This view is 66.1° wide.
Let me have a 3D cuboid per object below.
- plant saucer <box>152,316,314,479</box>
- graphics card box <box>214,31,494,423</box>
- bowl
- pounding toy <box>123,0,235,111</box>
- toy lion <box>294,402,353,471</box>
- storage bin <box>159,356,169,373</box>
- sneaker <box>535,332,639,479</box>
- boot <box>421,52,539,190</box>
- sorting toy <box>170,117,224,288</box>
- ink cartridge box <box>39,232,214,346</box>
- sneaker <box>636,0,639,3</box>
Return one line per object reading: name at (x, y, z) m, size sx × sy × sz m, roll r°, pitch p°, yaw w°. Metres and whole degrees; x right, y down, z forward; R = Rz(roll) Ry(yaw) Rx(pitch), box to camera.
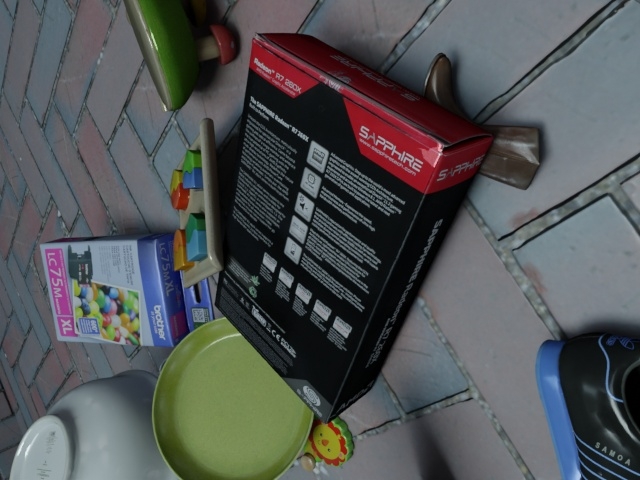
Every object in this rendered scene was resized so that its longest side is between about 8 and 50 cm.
plant saucer at (-0.121, 0.228, 0.698) m, size 0.240 × 0.037 × 0.241 m, roll -4°, pitch 69°, yaw 12°
graphics card box at (0.000, 0.000, 0.539) m, size 0.232 × 0.094 × 0.371 m, roll 38°, pitch 131°, yaw 28°
bowl at (-0.352, 0.335, 0.724) m, size 0.297 × 0.134 × 0.298 m, roll -14°, pitch 64°, yaw 30°
pounding toy at (-0.188, -0.277, 0.665) m, size 0.237 × 0.110 × 0.183 m, roll 27°, pitch 137°, yaw 68°
toy lion at (-0.002, 0.271, 0.690) m, size 0.096 × 0.034 × 0.100 m, roll -45°, pitch 71°, yaw 34°
storage bin at (-0.214, 0.247, 0.844) m, size 0.091 × 0.098 × 0.135 m, roll 173°, pitch 81°, yaw -72°
sneaker at (0.251, 0.189, 0.393) m, size 0.090 × 0.081 × 0.233 m, roll -20°, pitch 87°, yaw 51°
boot at (0.145, -0.105, 0.433) m, size 0.114 × 0.037 × 0.107 m, roll 25°, pitch 131°, yaw 39°
sorting toy at (-0.177, -0.040, 0.677) m, size 0.208 × 0.038 × 0.193 m, roll 153°, pitch 113°, yaw -63°
ink cartridge box at (-0.337, 0.085, 0.851) m, size 0.310 × 0.065 × 0.186 m, roll -2°, pitch 100°, yaw 19°
sneaker at (0.295, -0.137, 0.225) m, size 0.365 × 0.210 × 0.138 m, roll 21°, pitch 123°, yaw -2°
